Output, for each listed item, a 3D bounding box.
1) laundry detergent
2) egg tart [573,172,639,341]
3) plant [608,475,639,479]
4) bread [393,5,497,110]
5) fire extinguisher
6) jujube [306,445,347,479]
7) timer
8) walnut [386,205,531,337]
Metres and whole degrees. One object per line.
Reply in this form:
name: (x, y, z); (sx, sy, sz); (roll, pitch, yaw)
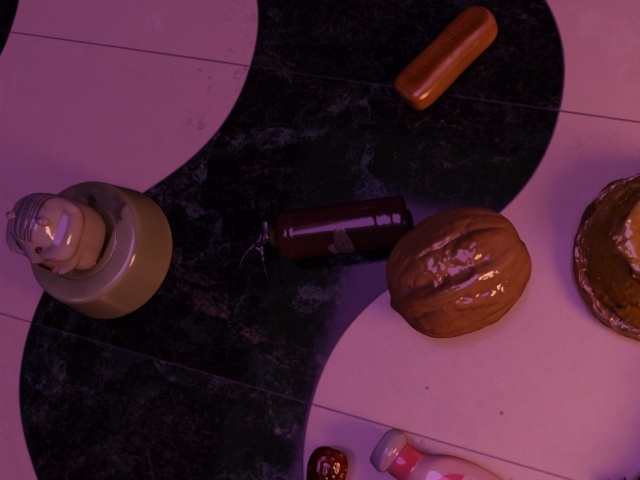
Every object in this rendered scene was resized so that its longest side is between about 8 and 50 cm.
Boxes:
laundry detergent: (0.237, 0.455, 1.249); (0.335, 0.088, 0.159); (33, 87, 21)
egg tart: (0.611, 0.015, 1.235); (0.345, 0.132, 0.346); (-4, 73, 14)
plant: (0.524, 0.412, 1.201); (0.102, 0.051, 0.051); (-2, 76, 20)
bread: (0.255, -0.363, 1.451); (0.239, 0.074, 0.092); (-45, 54, 0)
fire extinguisher: (0.000, 0.000, 1.416); (0.343, 0.102, 0.138); (-8, 76, 13)
jujube: (0.011, 0.443, 1.323); (0.077, 0.077, 0.130); (2, 88, 16)
timer: (-0.491, -0.004, 1.438); (0.290, 0.315, 0.291); (-3, 77, 14)
walnut: (0.240, 0.056, 1.287); (0.260, 0.225, 0.225); (-27, 71, 6)
